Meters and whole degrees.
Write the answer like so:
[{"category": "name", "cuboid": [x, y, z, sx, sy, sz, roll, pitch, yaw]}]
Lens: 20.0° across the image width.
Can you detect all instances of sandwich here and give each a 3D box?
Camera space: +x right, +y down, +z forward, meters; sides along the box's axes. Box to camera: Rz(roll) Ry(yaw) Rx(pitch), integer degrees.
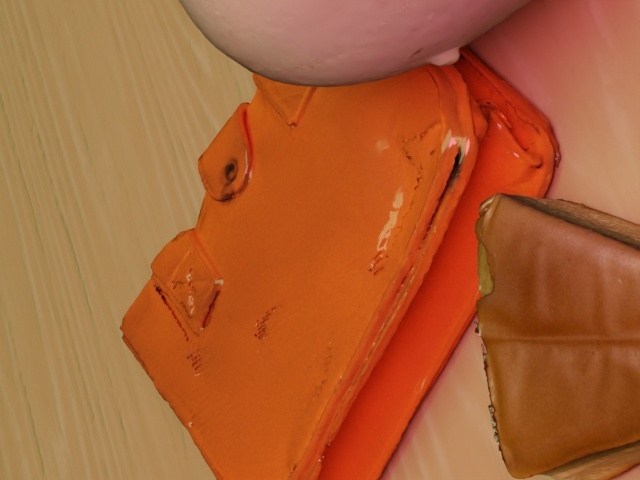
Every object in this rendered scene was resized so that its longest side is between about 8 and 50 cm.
[{"category": "sandwich", "cuboid": [0.206, 0.041, 1.260, 0.186, 0.108, 0.220, -28, 62, 44]}]

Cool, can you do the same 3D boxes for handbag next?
[{"category": "handbag", "cuboid": [0.000, 0.000, 1.499, 0.303, 0.116, 0.410, 48, 119, 41]}]

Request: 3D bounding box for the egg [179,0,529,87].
[{"category": "egg", "cuboid": [0.025, -0.271, 1.283, 0.354, 0.354, 0.339, 28, 87, 48]}]
